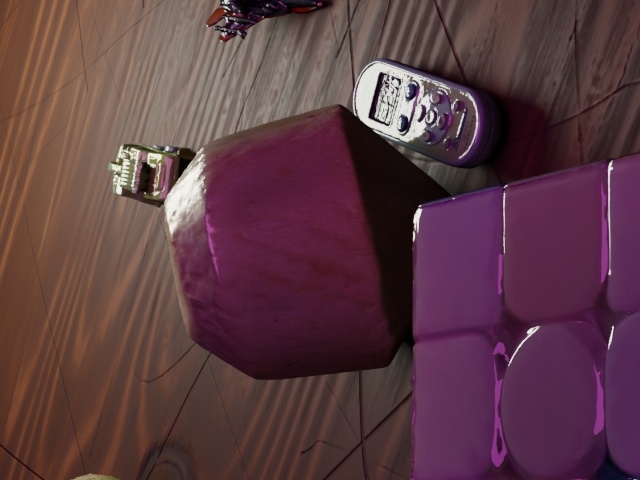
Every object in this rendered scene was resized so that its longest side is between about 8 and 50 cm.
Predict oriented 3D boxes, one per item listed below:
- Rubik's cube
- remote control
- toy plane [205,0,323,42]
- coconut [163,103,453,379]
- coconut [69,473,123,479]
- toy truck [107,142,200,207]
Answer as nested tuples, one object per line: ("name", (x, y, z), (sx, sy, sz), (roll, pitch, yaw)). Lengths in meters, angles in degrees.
("Rubik's cube", (0.296, 0.132, 1.319), (0.347, 0.344, 0.347), (-10, 76, 54))
("remote control", (0.115, -0.140, 1.911), (0.244, 0.047, 0.087), (29, 110, 54))
("toy plane", (-0.067, -0.302, 2.201), (0.189, 0.061, 0.130), (3, 56, 53))
("coconut", (0.000, 0.000, 1.858), (0.329, 0.328, 0.329), (-17, 69, 54))
("coconut", (-0.286, 0.393, 2.280), (0.194, 0.194, 0.194), (-17, 69, 54))
("toy truck", (-0.220, -0.087, 2.334), (0.191, 0.116, 0.085), (13, 96, 57))
